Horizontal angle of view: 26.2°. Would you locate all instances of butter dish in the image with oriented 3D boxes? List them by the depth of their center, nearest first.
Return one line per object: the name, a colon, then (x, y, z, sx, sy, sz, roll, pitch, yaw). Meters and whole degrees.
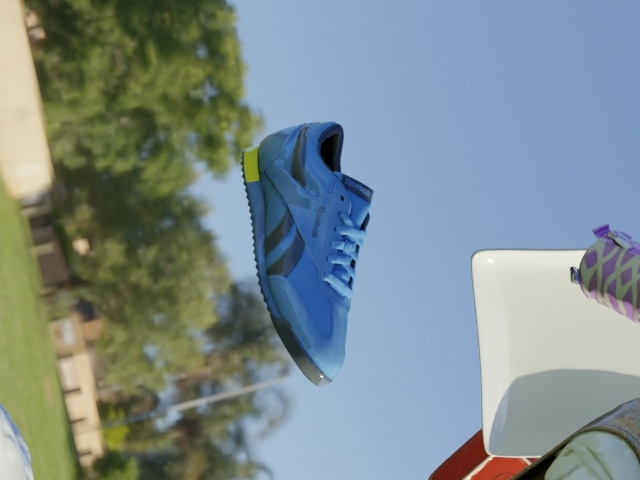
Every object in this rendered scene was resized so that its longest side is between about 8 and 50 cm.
butter dish: (0.250, 0.313, 1.877, 0.160, 0.160, 0.118, 43, 14, -8)

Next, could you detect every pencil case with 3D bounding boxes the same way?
pencil case: (0.355, 0.049, 1.394, 0.206, 0.086, 0.088, 27, -53, 50)

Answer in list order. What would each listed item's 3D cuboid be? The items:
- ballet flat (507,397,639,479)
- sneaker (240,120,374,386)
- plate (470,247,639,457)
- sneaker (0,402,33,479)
ballet flat: (0.218, 0.248, 1.269, 0.316, 0.106, 0.107, -41, -110, 25)
sneaker: (0.000, 0.000, 0.954, 0.069, 0.082, 0.209, 52, 21, -50)
plate: (0.326, 0.128, 1.634, 0.045, 0.278, 0.277, -63, 148, -66)
sneaker: (-0.267, 0.141, 1.013, 0.095, 0.090, 0.235, -90, 173, -54)
